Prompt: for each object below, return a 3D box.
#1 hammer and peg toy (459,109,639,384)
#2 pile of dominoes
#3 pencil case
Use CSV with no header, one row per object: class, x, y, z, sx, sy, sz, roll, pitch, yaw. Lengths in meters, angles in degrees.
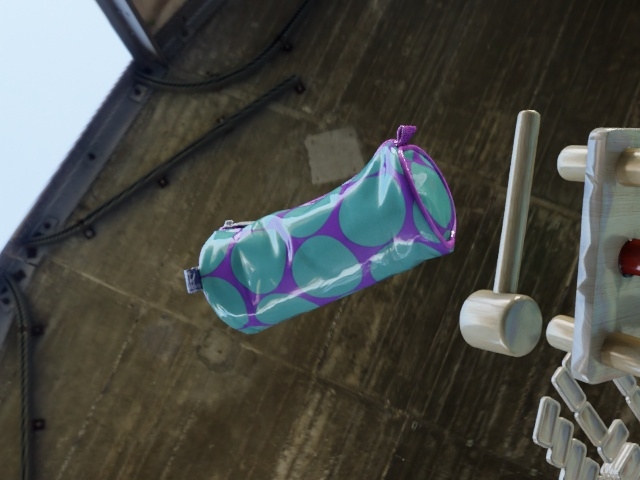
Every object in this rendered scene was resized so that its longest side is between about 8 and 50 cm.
hammer and peg toy,0.319,0.007,0.719,0.361,0.127,0.266,-4,-80,-31
pile of dominoes,0.361,0.260,0.926,0.196,0.040,0.251,-43,-77,-30
pencil case,0.000,0.000,0.399,0.151,0.064,0.070,-24,-96,28
